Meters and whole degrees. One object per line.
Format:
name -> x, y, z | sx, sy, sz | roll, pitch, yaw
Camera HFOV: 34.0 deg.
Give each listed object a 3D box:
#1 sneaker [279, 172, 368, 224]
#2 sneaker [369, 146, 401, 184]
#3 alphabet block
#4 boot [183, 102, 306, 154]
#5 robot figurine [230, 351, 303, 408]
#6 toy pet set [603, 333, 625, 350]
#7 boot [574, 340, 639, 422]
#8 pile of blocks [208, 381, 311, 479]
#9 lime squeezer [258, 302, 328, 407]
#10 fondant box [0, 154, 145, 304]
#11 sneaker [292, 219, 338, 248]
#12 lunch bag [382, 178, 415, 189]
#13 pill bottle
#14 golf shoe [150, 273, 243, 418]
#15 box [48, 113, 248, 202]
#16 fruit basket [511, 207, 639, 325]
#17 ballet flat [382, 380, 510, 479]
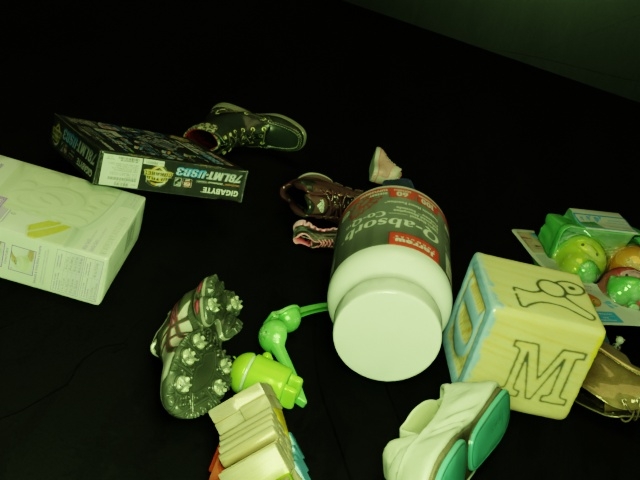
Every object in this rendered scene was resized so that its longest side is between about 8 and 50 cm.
sneaker -> 0.042, -0.055, 2.060 | 0.281, 0.106, 0.162 | 18, 12, 22
sneaker -> 0.150, -0.165, 2.401 | 0.070, 0.051, 0.134 | 16, 31, -5
alphabet block -> 0.335, 0.160, 1.765 | 0.197, 0.193, 0.192 | 13, 30, -8
boot -> -0.167, -0.224, 2.295 | 0.236, 0.085, 0.178 | 18, 29, 14
robot figurine -> -0.086, 0.209, 1.569 | 0.115, 0.067, 0.101 | 21, 40, 7
toy pet set -> 0.512, 0.173, 1.975 | 0.122, 0.065, 0.114 | 27, 29, 18
boot -> 0.545, 0.282, 1.783 | 0.305, 0.112, 0.115 | 28, 45, 31
pile of blocks -> -0.080, 0.321, 1.364 | 0.113, 0.149, 0.362 | -30, 23, 3
lime squeezer -> -0.041, 0.149, 1.718 | 0.110, 0.058, 0.310 | 18, 27, 2
fondant box -> -0.486, -0.031, 1.752 | 0.330, 0.096, 0.238 | 15, 28, -2
sneaker -> 0.000, 0.000, 2.029 | 0.119, 0.047, 0.057 | 12, 34, 6
lunch bag -> 0.169, -0.087, 2.254 | 0.067, 0.065, 0.098 | -4, 33, -7
pill bottle -> 0.121, 0.068, 1.790 | 0.210, 0.210, 0.363 | 16, 28, -3
golf shoe -> -0.195, 0.172, 1.553 | 0.105, 0.120, 0.273 | 51, 28, -23
box -> -0.331, -0.156, 1.986 | 0.293, 0.073, 0.295 | 8, 14, -34
fruit basket -> 0.594, 0.068, 2.082 | 0.327, 0.165, 0.353 | 5, 22, -21
ballet flat -> 0.163, 0.307, 1.499 | 0.139, 0.139, 0.400 | 26, 25, 16
